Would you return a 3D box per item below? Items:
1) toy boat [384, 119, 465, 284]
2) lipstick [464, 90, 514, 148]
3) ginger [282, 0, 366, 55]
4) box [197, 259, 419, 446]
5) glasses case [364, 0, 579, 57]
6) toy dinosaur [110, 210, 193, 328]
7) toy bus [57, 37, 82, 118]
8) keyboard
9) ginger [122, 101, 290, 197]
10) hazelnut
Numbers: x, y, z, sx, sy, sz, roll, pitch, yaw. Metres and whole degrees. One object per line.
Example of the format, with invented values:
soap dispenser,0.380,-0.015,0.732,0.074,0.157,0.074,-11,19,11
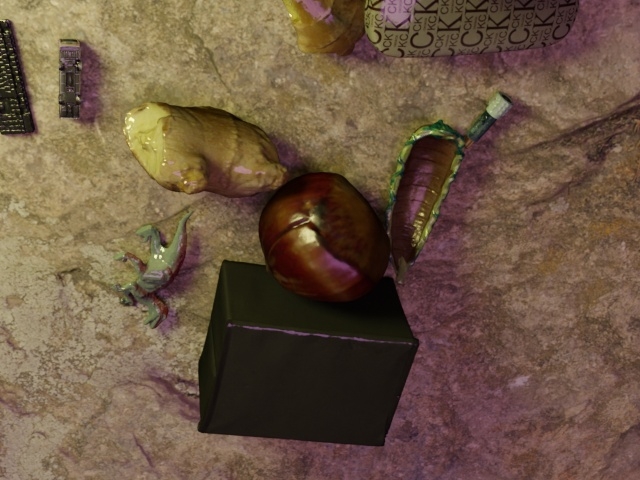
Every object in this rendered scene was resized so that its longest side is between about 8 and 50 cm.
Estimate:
toy boat,0.165,-0.072,1.965,0.108,0.099,0.293,10,113,-14
lipstick,0.278,-0.200,1.935,0.037,0.037,0.116,28,119,-24
ginger,-0.022,-0.401,1.731,0.131,0.086,0.294,-26,119,13
box,-0.033,0.204,2.046,0.345,0.204,0.251,8,121,-13
glasses case,0.239,-0.362,1.773,0.354,0.085,0.137,-8,123,-16
toy dinosaur,-0.275,0.043,1.996,0.242,0.053,0.167,-42,121,17
toy bus,-0.393,-0.254,1.784,0.037,0.052,0.131,-1,125,-14
keyboard,-0.496,-0.253,1.790,0.060,0.018,0.196,-7,123,-1
ginger,-0.182,-0.133,1.809,0.275,0.221,0.130,17,110,-9
hazelnut,0.000,0.000,1.927,0.229,0.229,0.230,-4,123,-6
